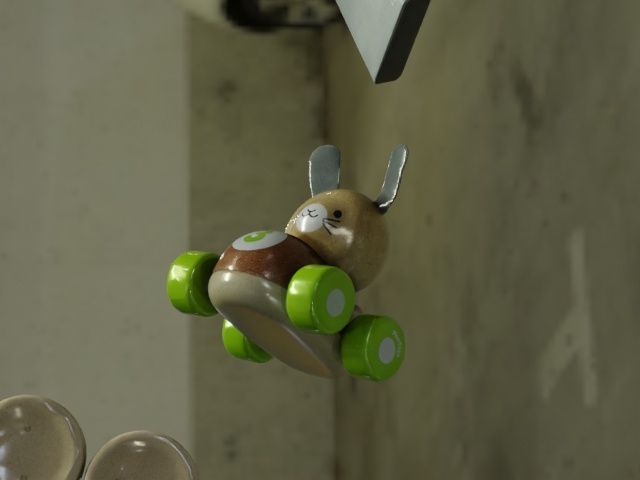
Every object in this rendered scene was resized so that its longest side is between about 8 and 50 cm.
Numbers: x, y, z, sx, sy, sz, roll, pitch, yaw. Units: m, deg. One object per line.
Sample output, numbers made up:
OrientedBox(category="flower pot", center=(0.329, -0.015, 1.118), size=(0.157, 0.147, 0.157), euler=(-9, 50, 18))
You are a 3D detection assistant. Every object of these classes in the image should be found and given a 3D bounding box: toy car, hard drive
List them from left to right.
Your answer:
OrientedBox(category="toy car", center=(0.000, 0.000, 1.481), size=(0.149, 0.155, 0.188), euler=(44, -118, -42))
OrientedBox(category="hard drive", center=(0.031, -0.188, 1.282), size=(0.094, 0.022, 0.135), euler=(110, 142, -56))

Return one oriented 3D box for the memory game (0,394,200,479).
OrientedBox(category="memory game", center=(-0.094, 0.139, 0.571), size=(0.012, 0.186, 0.186), euler=(85, -176, -79))
